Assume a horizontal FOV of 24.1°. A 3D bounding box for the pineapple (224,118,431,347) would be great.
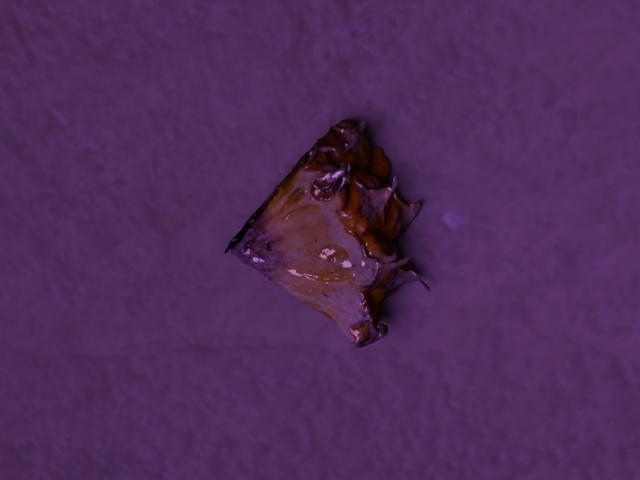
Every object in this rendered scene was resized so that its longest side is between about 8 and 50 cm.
[{"bbox_3d":[0.000,0.000,0.899,0.116,0.069,0.137,-4,107,22],"label":"pineapple"}]
